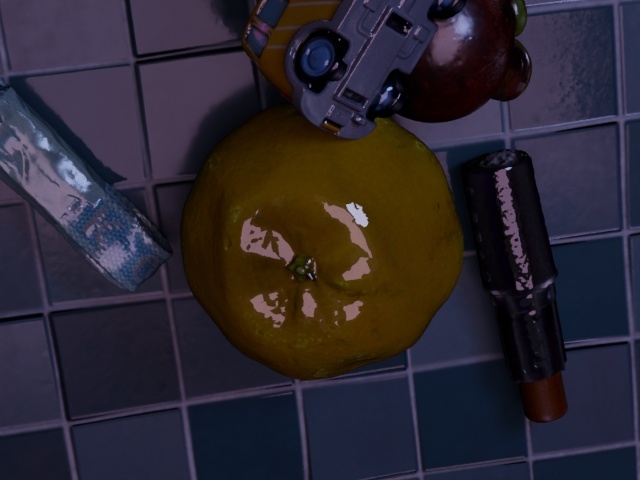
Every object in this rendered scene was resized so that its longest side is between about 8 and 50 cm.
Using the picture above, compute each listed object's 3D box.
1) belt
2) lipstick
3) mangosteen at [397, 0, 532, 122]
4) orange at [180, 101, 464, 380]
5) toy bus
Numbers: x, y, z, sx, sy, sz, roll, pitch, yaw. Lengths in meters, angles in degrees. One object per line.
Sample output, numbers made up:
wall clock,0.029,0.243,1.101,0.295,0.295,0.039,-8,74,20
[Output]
belt,-0.270,-0.070,1.355,0.072,0.087,0.302,-43,106,9
lipstick,0.213,0.051,1.454,0.081,0.081,0.299,-16,105,-3
mangosteen,0.123,-0.204,1.338,0.200,0.200,0.200,-2,105,-7
orange,0.000,0.000,1.333,0.279,0.235,0.279,-1,105,-2
toy bus,0.026,-0.208,1.211,0.126,0.136,0.209,19,106,-54
